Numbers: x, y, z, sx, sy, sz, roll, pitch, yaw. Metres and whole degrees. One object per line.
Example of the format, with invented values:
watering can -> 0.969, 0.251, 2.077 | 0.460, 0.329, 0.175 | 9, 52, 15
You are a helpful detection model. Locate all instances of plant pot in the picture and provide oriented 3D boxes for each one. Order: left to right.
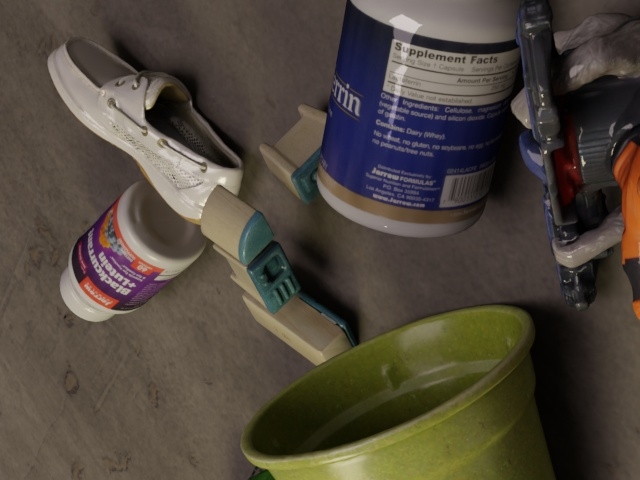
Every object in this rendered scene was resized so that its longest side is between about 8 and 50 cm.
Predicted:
plant pot -> 0.105, 0.232, 1.237 | 0.276, 0.276, 0.254 | -12, 106, 47

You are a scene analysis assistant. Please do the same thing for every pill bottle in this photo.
pill bottle -> -0.218, 0.018, 1.577 | 0.193, 0.108, 0.108 | -38, 76, 46
pill bottle -> 0.090, -0.149, 1.174 | 0.153, 0.153, 0.265 | 31, 123, 35

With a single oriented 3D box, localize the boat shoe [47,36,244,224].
boat shoe -> -0.179, -0.140, 1.496 | 0.277, 0.098, 0.096 | 43, 130, 15

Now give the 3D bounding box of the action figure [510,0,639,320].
action figure -> 0.254, -0.027, 1.036 | 0.341, 0.178, 0.330 | 67, -174, -58

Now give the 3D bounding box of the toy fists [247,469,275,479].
toy fists -> -0.027, 0.369, 1.470 | 0.096, 0.142, 0.279 | 1, 97, 39

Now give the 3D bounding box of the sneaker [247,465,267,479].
sneaker -> -0.078, 0.303, 1.558 | 0.063, 0.074, 0.170 | 47, 132, 24

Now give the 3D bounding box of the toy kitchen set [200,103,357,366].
toy kitchen set -> 0.000, 0.000, 1.386 | 0.122, 0.166, 0.207 | 34, 163, 33
